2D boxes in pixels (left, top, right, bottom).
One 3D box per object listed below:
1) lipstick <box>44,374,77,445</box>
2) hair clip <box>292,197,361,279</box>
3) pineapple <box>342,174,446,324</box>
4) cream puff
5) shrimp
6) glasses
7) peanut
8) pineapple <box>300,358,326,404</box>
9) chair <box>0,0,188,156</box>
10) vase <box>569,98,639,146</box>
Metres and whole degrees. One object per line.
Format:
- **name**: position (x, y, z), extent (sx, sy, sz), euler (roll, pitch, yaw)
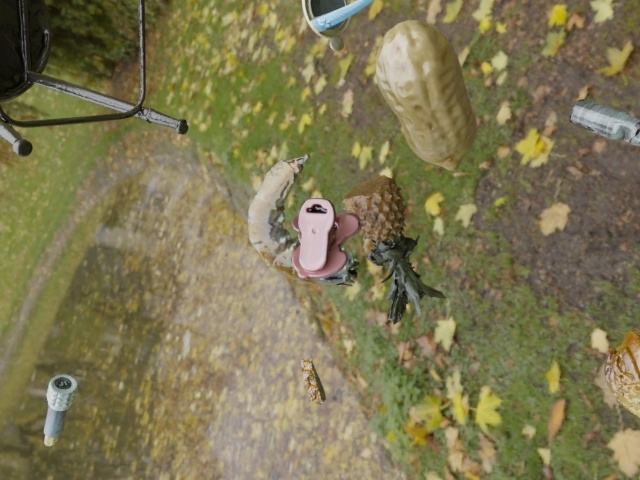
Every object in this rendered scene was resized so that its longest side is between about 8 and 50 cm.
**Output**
- **lipstick**: position (-0.350, 0.232, 0.935), extent (0.037, 0.037, 0.116), euler (-110, 35, -53)
- **hair clip**: position (0.003, 0.003, 1.203), extent (0.102, 0.123, 0.138), euler (30, -121, -70)
- **pineapple**: position (0.137, 0.022, 1.316), extent (0.119, 0.277, 0.130), euler (-22, 20, 12)
- **cream puff**: position (0.468, 0.194, 1.020), extent (0.119, 0.104, 0.133), euler (-95, 1, -77)
- **shrimp**: position (-0.052, -0.024, 1.356), extent (0.185, 0.287, 0.068), euler (-14, 24, 17)
- **glasses**: position (0.064, -0.351, 0.829), extent (0.189, 0.088, 0.220), euler (-56, 8, -17)
- **peanut**: position (0.230, -0.300, 1.506), extent (0.169, 0.387, 0.192), euler (-28, 44, 4)
- **pineapple**: position (-0.008, 0.207, 0.998), extent (0.045, 0.019, 0.083), euler (-89, -17, -54)
- **chair**: position (-0.514, -0.379, 1.275), extent (0.410, 0.362, 0.364), euler (14, 111, 34)
- **vase**: position (0.602, -0.223, 1.391), extent (0.211, 0.060, 0.060), euler (31, 105, 36)
